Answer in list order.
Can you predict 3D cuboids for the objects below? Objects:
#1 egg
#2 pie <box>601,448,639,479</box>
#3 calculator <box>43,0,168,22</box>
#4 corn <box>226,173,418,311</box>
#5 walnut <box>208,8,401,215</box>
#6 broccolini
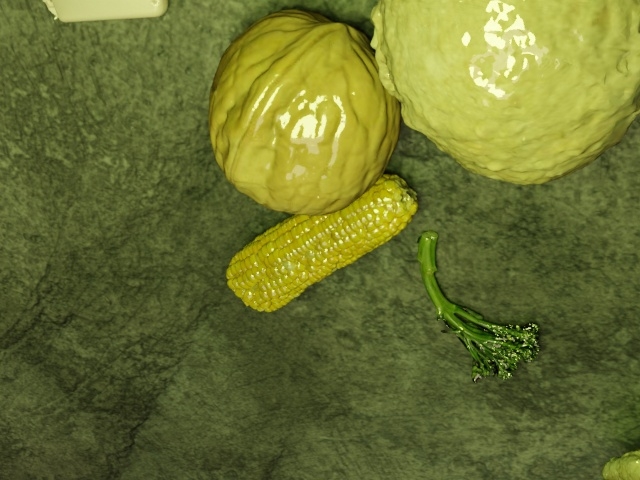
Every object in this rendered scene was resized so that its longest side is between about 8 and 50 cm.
[{"bbox_3d":[0.185,-0.190,0.878,0.279,0.279,0.310,3,140,14],"label":"egg"},{"bbox_3d":[0.565,0.323,1.303,0.339,0.077,0.339,2,156,1],"label":"pie"},{"bbox_3d":[-0.250,-0.297,1.058,0.175,0.032,0.100,1,132,15],"label":"calculator"},{"bbox_3d":[-0.004,-0.001,1.215,0.102,0.102,0.313,41,126,-21],"label":"corn"},{"bbox_3d":[-0.017,-0.141,1.016,0.228,0.228,0.228,8,133,9],"label":"walnut"},{"bbox_3d":[0.215,0.090,1.267,0.123,0.062,0.271,-21,120,19],"label":"broccolini"}]
